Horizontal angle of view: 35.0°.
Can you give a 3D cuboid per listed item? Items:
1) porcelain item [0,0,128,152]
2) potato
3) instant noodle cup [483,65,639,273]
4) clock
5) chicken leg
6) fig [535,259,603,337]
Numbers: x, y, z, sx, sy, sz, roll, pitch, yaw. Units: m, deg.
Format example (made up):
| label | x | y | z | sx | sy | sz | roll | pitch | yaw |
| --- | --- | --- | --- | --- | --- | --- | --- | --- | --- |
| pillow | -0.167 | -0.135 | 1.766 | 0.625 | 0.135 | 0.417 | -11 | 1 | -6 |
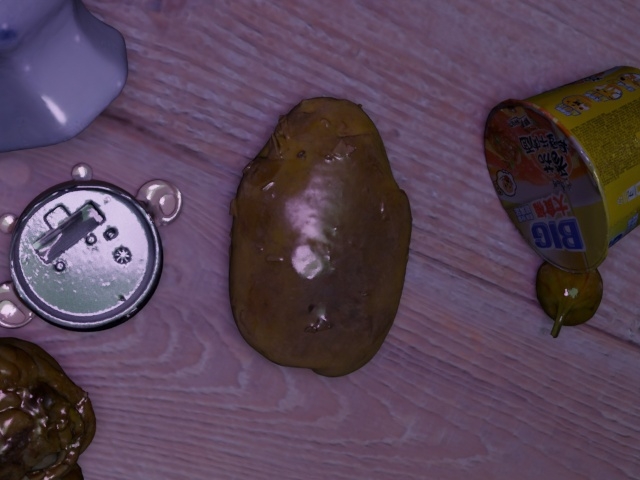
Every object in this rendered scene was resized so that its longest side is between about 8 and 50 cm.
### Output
| label | x | y | z | sx | sy | sz | roll | pitch | yaw |
| --- | --- | --- | --- | --- | --- | --- | --- | --- | --- |
| porcelain item | -0.328 | -0.264 | 0.819 | 0.243 | 0.178 | 0.405 | -3 | 137 | 25 |
| potato | 0.000 | 0.000 | 1.054 | 0.192 | 0.141 | 0.296 | -1 | 97 | -18 |
| instant noodle cup | 0.296 | -0.088 | 1.094 | 0.153 | 0.205 | 0.205 | -28 | 105 | -16 |
| clock | -0.238 | 0.013 | 1.032 | 0.229 | 0.063 | 0.155 | -35 | 107 | -8 |
| chicken leg | -0.433 | 0.163 | 0.967 | 0.429 | 0.201 | 0.152 | 3 | 70 | -10 |
| fig | 0.283 | 0.060 | 1.162 | 0.082 | 0.098 | 0.084 | 28 | 113 | 5 |
